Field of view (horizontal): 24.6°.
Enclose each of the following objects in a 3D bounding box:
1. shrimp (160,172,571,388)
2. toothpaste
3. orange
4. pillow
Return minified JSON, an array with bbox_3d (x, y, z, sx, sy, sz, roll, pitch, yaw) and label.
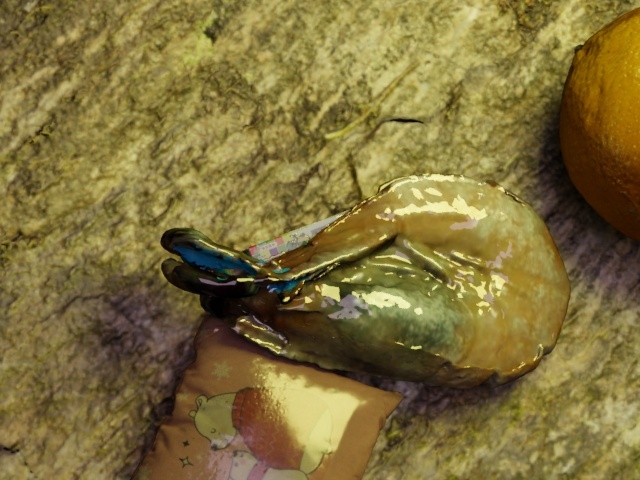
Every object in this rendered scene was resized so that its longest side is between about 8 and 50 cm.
[{"bbox_3d":[0.059,0.035,1.485,0.445,0.110,0.221,5,86,-22],"label":"shrimp"},{"bbox_3d":[0.000,0.000,1.535,0.164,0.034,0.046,-21,87,-15],"label":"toothpaste"},{"bbox_3d":[0.369,-0.122,1.530,0.264,0.264,0.264,2,78,-11],"label":"orange"},{"bbox_3d":[-0.056,0.209,1.450,0.223,0.084,0.236,25,70,1],"label":"pillow"}]
